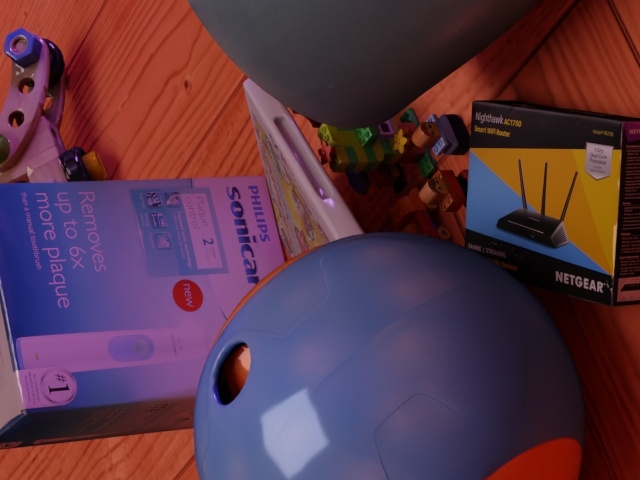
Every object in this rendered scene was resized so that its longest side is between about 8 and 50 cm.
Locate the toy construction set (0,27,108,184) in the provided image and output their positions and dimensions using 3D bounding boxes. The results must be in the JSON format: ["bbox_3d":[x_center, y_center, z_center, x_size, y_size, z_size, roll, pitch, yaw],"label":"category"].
[{"bbox_3d":[-0.363,-0.058,2.133,0.237,0.257,0.309,59,161,18],"label":"toy construction set"}]

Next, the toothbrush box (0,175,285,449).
[{"bbox_3d":[-0.179,0.064,1.743,0.126,0.295,0.216,-35,62,52],"label":"toothbrush box"}]

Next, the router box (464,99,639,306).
[{"bbox_3d":[0.177,-0.031,1.401,0.179,0.046,0.133,14,104,57],"label":"router box"}]

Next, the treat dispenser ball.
[{"bbox_3d":[0.050,0.137,1.390,0.288,0.288,0.288,7,99,57],"label":"treat dispenser ball"}]

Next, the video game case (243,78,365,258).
[{"bbox_3d":[0.000,0.000,1.605,0.227,0.026,0.206,77,166,-52],"label":"video game case"}]

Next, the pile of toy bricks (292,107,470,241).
[{"bbox_3d":[0.041,-0.079,1.559,0.118,0.105,0.212,-54,49,45],"label":"pile of toy bricks"}]

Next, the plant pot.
[{"bbox_3d":[0.061,-0.261,1.364,0.235,0.293,0.293,-28,68,36],"label":"plant pot"}]
